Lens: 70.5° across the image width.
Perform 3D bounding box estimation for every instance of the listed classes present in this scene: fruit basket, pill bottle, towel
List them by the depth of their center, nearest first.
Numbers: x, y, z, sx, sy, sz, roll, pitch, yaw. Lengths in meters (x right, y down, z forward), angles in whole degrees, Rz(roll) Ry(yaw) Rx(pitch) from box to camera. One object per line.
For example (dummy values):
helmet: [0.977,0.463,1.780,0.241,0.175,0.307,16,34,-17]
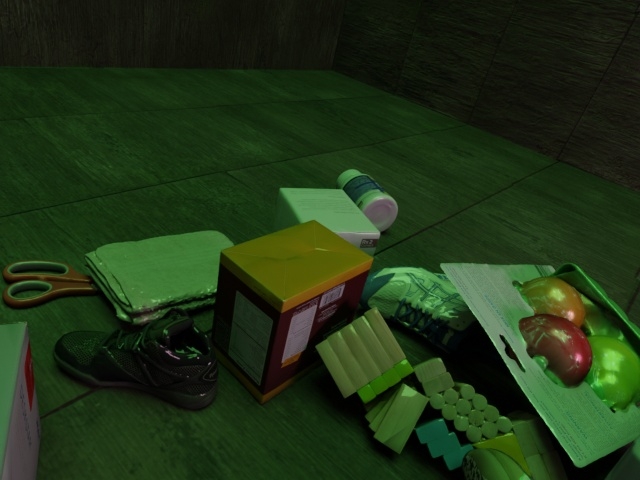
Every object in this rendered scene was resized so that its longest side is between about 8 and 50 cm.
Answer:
fruit basket: [0.384,0.172,0.740,0.353,0.165,0.327,-1,48,-33]
towel: [-0.249,0.056,0.813,0.282,0.049,0.187,-11,39,-45]
pill bottle: [0.113,-0.111,1.195,0.112,0.112,0.187,-1,34,-25]

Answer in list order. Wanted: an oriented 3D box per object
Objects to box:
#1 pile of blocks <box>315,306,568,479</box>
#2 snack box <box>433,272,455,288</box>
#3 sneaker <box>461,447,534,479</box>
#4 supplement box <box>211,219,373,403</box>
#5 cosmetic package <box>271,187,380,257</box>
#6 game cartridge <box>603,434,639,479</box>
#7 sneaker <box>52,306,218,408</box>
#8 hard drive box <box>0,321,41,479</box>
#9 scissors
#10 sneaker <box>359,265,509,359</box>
pile of blocks: [0.158,0.243,0.660,0.362,0.149,0.112,33,-9,13]
snack box: [0.256,0.097,0.998,0.178,0.022,0.064,7,30,-12]
sneaker: [0.118,0.352,0.402,0.182,0.158,0.410,10,28,11]
supplement box: [-0.047,0.100,0.692,0.129,0.194,0.191,34,36,30]
cosmetic package: [0.000,0.000,0.922,0.151,0.151,0.184,-1,33,-23]
game cartridge: [0.430,0.287,0.580,0.297,0.198,0.062,-10,38,-35]
sneaker: [-0.246,0.139,0.611,0.227,0.130,0.087,15,28,5]
hard drive box: [-0.312,0.218,0.397,0.089,0.181,0.232,-2,34,-26]
scissors: [-0.373,0.071,0.772,0.297,0.021,0.109,1,33,-21]
sneaker: [0.213,0.135,0.830,0.296,0.112,0.131,11,31,-4]
